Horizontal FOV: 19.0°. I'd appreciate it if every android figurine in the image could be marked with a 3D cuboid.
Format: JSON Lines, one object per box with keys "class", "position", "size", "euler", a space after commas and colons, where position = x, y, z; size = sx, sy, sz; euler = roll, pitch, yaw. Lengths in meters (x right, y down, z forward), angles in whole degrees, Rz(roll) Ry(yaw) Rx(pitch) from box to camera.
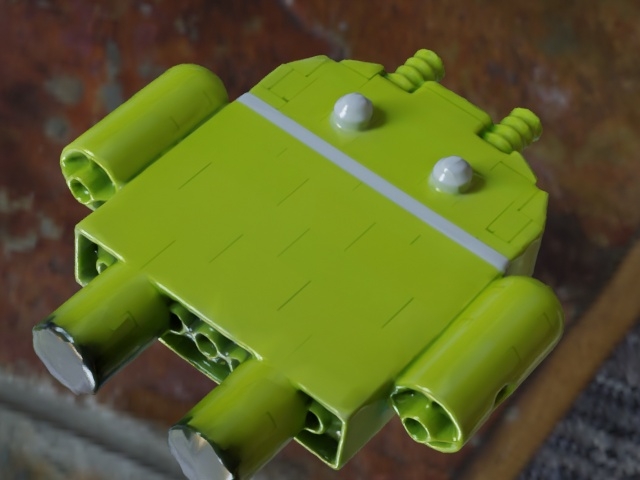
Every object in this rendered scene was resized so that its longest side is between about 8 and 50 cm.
{"class": "android figurine", "position": [0.000, 0.000, 0.919], "size": [0.248, 0.273, 0.056], "euler": [35, 146, 22]}
